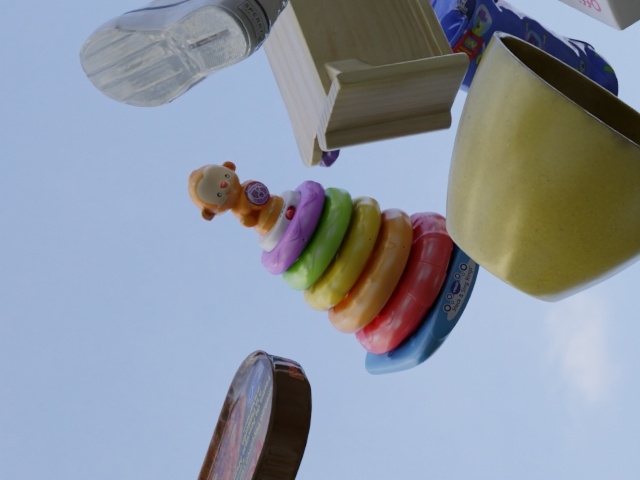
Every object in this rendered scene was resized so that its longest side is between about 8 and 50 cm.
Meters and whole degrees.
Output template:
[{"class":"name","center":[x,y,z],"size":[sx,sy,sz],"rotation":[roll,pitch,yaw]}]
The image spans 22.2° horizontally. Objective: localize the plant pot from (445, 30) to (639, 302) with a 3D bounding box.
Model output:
[{"class":"plant pot","center":[0.115,-0.027,0.807],"size":[0.134,0.134,0.095],"rotation":[20,-69,-42]}]

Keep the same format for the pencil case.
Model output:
[{"class":"pencil case","center":[0.235,-0.224,1.997],"size":[0.306,0.119,0.133],"rotation":[22,-85,-37]}]

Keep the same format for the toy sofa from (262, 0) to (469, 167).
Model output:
[{"class":"toy sofa","center":[0.018,-0.266,1.764],"size":[0.150,0.177,0.362],"rotation":[-12,-118,-18]}]

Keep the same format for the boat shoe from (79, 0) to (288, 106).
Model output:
[{"class":"boat shoe","center":[-0.108,-0.167,1.359],"size":[0.076,0.226,0.083],"rotation":[-43,-64,-37]}]

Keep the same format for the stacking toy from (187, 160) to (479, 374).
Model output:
[{"class":"stacking toy","center":[0.000,0.000,1.675],"size":[0.302,0.166,0.175],"rotation":[28,-109,-15]}]

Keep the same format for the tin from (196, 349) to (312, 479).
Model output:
[{"class":"tin","center":[-0.053,0.170,1.147],"size":[0.040,0.106,0.190],"rotation":[16,-78,-16]}]

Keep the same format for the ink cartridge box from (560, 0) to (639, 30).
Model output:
[{"class":"ink cartridge box","center":[0.251,-0.366,1.625],"size":[0.115,0.198,0.273],"rotation":[-32,-61,-5]}]
